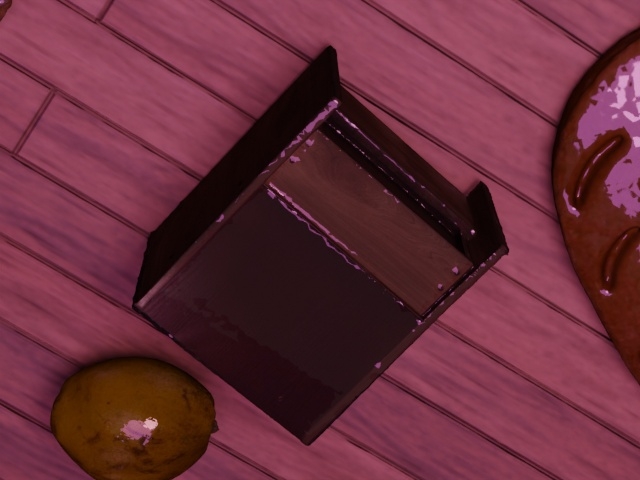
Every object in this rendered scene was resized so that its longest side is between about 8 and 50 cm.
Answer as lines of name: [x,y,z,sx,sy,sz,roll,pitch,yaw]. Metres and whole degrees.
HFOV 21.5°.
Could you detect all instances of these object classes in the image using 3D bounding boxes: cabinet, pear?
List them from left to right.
pear: [-0.145,0.144,1.330,0.131,0.107,0.107,9,109,2]
cabinet: [0.000,0.000,1.264,0.175,0.148,0.215,40,107,-15]

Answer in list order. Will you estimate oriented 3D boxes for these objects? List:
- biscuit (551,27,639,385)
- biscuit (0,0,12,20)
biscuit: [0.355,-0.019,1.319,0.314,0.063,0.367,-27,108,8]
biscuit: [-0.286,-0.213,1.230,0.141,0.038,0.290,24,108,-10]
